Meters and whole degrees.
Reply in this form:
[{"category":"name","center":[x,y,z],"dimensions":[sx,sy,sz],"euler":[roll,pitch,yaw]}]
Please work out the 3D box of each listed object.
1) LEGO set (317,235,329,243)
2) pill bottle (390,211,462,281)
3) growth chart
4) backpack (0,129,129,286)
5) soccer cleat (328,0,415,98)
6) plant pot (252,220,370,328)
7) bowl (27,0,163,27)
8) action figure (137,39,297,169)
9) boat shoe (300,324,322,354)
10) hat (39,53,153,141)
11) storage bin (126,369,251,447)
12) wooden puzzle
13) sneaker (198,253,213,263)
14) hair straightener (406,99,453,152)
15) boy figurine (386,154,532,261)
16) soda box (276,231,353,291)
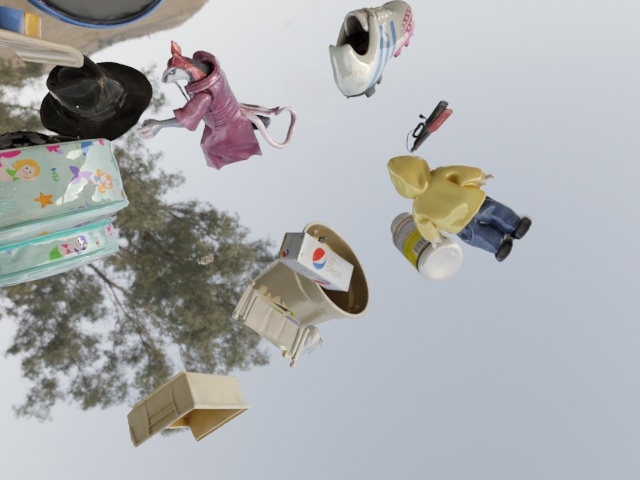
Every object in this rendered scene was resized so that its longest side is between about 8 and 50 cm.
[{"category":"LEGO set","center":[-0.002,0.001,1.423],"dimensions":[0.054,0.024,0.083],"euler":[-21,167,-48]},{"category":"pill bottle","center":[0.261,0.006,1.146],"dimensions":[0.117,0.117,0.215],"euler":[-29,-148,-1]},{"category":"growth chart","center":[-0.132,0.223,1.241],"dimensions":[0.021,0.237,0.172],"euler":[-48,-176,35]},{"category":"backpack","center":[-0.374,-0.048,0.582],"dimensions":[0.225,0.191,0.253],"euler":[-20,-172,-37]},{"category":"soccer cleat","center":[0.116,-0.450,0.952],"dimensions":[0.115,0.143,0.332],"euler":[7,-124,31]},{"category":"plant pot","center":[-0.056,0.156,1.458],"dimensions":[0.305,0.333,0.334],"euler":[-32,-145,28]},{"category":"bowl","center":[-0.466,-0.630,0.891],"dimensions":[0.391,0.391,0.077],"euler":[-37,-130,-10]},{"category":"action figure","center":[-0.241,-0.308,1.051],"dimensions":[0.275,0.370,0.249],"euler":[7,-107,13]},{"category":"boat shoe","center":[-0.027,0.314,1.373],"dimensions":[0.063,0.184,0.066],"euler":[12,-128,-15]},{"category":"hat","center":[-0.646,-0.428,1.235],"dimensions":[0.330,0.134,0.332],"euler":[-2,-119,3]},{"category":"storage bin","center":[-0.410,0.529,1.388],"dimensions":[0.260,0.262,0.123],"euler":[-37,-121,13]},{"category":"wooden puzzle","center":[-0.716,-0.442,0.891],"dimensions":[0.321,0.347,0.081],"euler":[18,-78,33]},{"category":"sneaker","center":[-0.413,0.067,1.602],"dimensions":[0.036,0.032,0.083],"euler":[-5,-175,10]},{"category":"hair straightener","center":[0.366,-0.394,1.542],"dimensions":[0.047,0.230,0.089],"euler":[2,-124,-24]},{"category":"boy figurine","center":[0.246,-0.068,0.855],"dimensions":[0.285,0.177,0.092],"euler":[30,-155,5]},{"category":"soda box","center":[-0.008,0.055,1.090],"dimensions":[0.069,0.216,0.074],"euler":[2,-113,38]}]
